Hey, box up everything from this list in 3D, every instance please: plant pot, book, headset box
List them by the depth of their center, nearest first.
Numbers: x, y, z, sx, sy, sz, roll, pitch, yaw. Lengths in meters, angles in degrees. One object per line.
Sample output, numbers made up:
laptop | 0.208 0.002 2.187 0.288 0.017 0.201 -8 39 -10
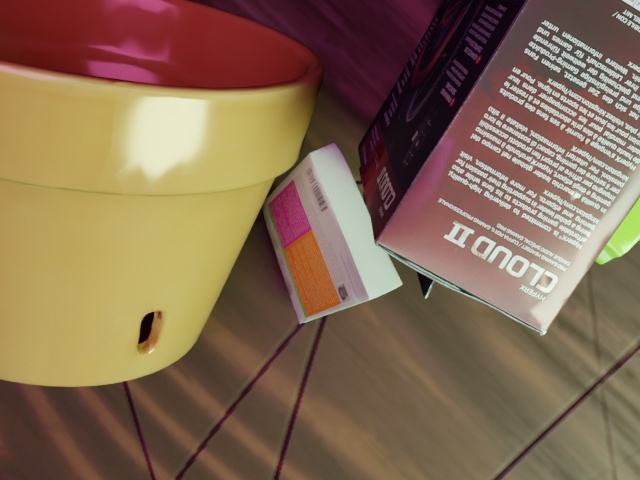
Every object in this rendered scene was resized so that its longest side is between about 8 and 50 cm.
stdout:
headset box | 0.126 -0.102 0.555 0.110 0.218 0.293 28 106 -9
plant pot | -0.160 -0.044 0.611 0.291 0.291 0.203 16 111 8
book | 0.000 0.000 0.642 0.035 0.144 0.096 -23 87 -18

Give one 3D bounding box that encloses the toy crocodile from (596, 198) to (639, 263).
toy crocodile | 0.276 -0.128 0.619 0.115 0.105 0.340 38 103 -1
